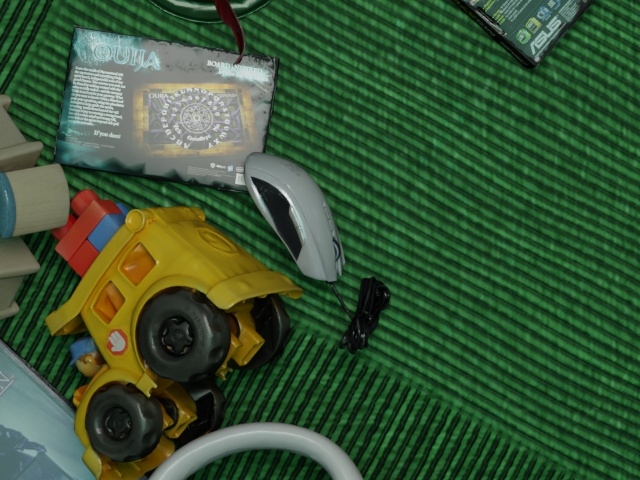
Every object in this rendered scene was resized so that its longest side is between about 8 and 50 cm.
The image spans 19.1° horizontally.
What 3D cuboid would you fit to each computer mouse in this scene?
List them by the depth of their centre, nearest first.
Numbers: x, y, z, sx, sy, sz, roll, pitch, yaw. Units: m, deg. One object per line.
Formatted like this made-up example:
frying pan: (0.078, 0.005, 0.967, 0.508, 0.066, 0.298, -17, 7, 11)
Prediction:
computer mouse: (0.000, 0.000, 1.661, 0.042, 0.106, 0.193, -29, 98, 27)

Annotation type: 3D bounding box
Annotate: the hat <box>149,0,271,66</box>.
hat: (-0.088, -0.273, 1.616, 0.173, 0.183, 0.208, -45, 93, -3)

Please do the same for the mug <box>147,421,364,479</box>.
mug: (-0.030, 0.337, 1.596, 0.328, 0.276, 0.374, -15, 78, 0)

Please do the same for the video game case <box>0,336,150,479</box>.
video game case: (-0.290, 0.214, 1.687, 0.274, 0.026, 0.196, 44, 87, -4)

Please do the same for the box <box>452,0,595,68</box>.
box: (0.184, -0.283, 1.708, 0.184, 0.045, 0.191, 41, 89, -1)

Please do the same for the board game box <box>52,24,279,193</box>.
board game box: (-0.136, -0.115, 1.694, 0.186, 0.026, 0.126, 9, 90, -4)

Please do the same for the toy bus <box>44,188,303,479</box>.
toy bus: (-0.160, 0.067, 1.638, 0.211, 0.149, 0.220, 42, 108, 16)

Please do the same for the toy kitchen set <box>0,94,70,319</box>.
toy kitchen set: (-0.333, -0.047, 1.636, 0.207, 0.122, 0.166, 52, 131, 24)
